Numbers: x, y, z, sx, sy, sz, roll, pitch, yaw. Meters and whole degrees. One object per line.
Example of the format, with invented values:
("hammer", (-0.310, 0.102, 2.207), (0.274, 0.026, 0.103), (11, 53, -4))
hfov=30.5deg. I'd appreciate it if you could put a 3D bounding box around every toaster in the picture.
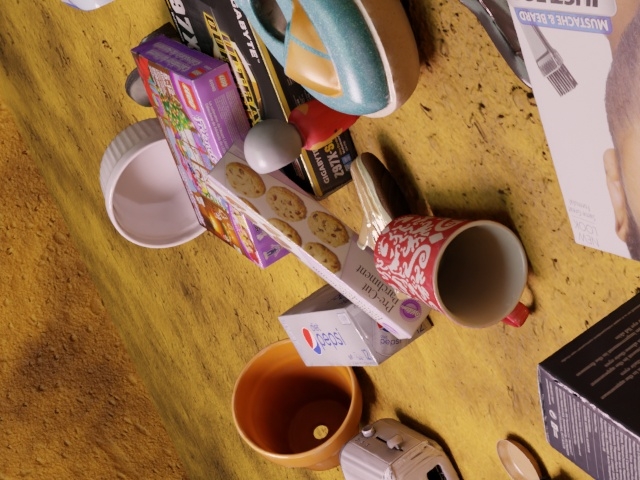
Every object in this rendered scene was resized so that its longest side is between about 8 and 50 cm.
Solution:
("toaster", (0.134, 0.383, 1.762), (0.146, 0.129, 0.227), (8, 125, 62))

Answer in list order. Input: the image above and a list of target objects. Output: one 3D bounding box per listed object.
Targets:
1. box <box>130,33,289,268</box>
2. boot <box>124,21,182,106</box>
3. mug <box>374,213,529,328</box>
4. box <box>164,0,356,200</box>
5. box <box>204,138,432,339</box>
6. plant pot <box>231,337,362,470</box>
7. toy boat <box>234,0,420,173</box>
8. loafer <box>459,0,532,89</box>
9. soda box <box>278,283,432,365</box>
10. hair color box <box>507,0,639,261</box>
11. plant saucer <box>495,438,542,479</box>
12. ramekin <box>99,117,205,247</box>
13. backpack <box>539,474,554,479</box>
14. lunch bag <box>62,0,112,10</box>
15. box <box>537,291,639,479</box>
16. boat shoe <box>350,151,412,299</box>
("box", (-0.148, -0.122, 1.598), (0.201, 0.057, 0.293), (31, 146, 52))
("boot", (-0.221, -0.220, 1.829), (0.161, 0.083, 0.246), (52, 161, 4))
("mug", (0.141, 0.041, 1.296), (0.169, 0.113, 0.150), (18, 134, 66))
("box", (-0.088, -0.229, 1.500), (0.257, 0.079, 0.322), (29, 145, 57))
("box", (0.000, 0.000, 1.466), (0.324, 0.067, 0.063), (40, 168, -3))
("plant pot", (-0.020, 0.288, 1.921), (0.205, 0.205, 0.188), (46, 171, 32))
("toy boat", (-0.015, -0.192, 1.272), (0.267, 0.148, 0.318), (50, 158, 24))
("loafer", (0.152, -0.224, 0.958), (0.220, 0.080, 0.078), (51, 149, 8))
("soda box", (0.041, 0.113, 1.642), (0.091, 0.098, 0.286), (59, 161, -5))
("hair color box", (0.234, -0.144, 0.820), (0.185, 0.110, 0.339), (23, 141, 57))
("plant saucer", (0.257, 0.285, 1.496), (0.083, 0.015, 0.083), (47, 156, 28))
("ramekin", (-0.261, -0.101, 1.909), (0.109, 0.207, 0.207), (50, 160, 48))
("backpack", (0.282, 0.361, 1.430), (0.114, 0.084, 0.105), (42, 154, 9))
("lunch bag", (-0.229, -0.370, 1.423), (0.176, 0.219, 0.090), (33, 156, 56))
("box", (0.309, 0.150, 0.984), (0.207, 0.153, 0.108), (38, 151, 46))
("boat shoe", (0.073, -0.011, 1.400), (0.072, 0.068, 0.190), (-22, 101, 26))
